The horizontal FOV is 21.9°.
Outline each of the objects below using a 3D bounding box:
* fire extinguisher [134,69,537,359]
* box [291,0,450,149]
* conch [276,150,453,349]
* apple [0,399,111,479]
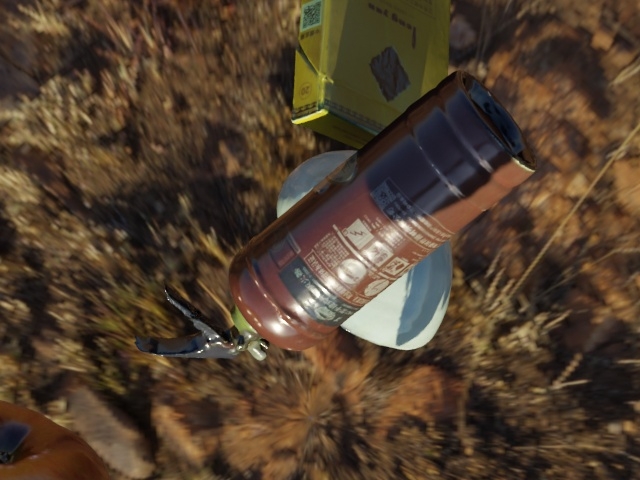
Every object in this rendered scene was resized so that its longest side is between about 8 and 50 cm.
[{"bbox_3d":[0.000,0.000,1.313,0.344,0.138,0.102,-39,41,18],"label":"fire extinguisher"},{"bbox_3d":[0.051,-0.211,1.418,0.153,0.041,0.279,21,66,-42],"label":"box"},{"bbox_3d":[0.052,0.007,1.664,0.221,0.121,0.185,43,60,-6],"label":"conch"},{"bbox_3d":[-0.254,0.217,1.271,0.209,0.209,0.164,20,114,2],"label":"apple"}]
